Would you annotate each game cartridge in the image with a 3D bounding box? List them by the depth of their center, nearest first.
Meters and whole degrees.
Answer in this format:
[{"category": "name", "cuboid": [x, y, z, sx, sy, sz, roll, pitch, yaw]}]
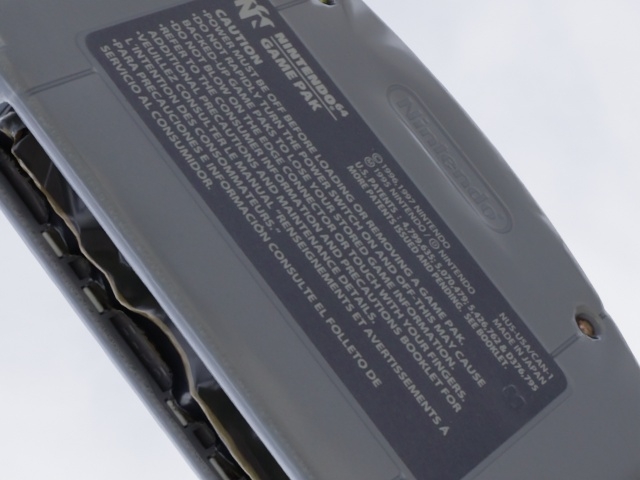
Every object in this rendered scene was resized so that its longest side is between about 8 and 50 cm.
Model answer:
[{"category": "game cartridge", "cuboid": [0.000, 0.000, 0.544, 0.196, 0.060, 0.294, -29, -102, -43]}]
